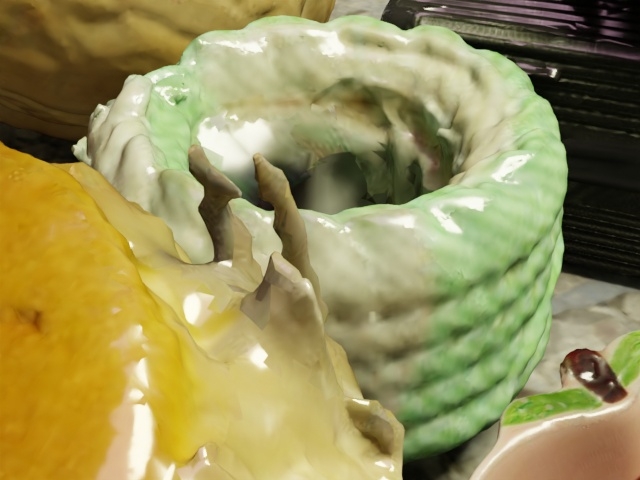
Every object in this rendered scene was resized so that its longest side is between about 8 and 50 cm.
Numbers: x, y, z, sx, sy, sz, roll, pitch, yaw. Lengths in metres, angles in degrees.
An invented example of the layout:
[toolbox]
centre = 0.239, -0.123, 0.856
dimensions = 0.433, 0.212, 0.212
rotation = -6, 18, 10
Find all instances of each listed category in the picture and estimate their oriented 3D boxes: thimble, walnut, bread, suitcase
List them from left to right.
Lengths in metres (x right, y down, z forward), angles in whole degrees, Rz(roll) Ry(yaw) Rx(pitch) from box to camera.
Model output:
[bread]
centre = -0.170, 0.068, 0.450
dimensions = 0.388, 0.183, 0.236
rotation = 9, 73, 31
[walnut]
centre = -0.136, -0.190, 0.762
dimensions = 0.313, 0.277, 0.252
rotation = 28, 78, -12
[thimble]
centre = 0.000, 0.000, 0.600
dimensions = 0.219, 0.150, 0.219
rotation = 0, 35, 0
[suitcase]
centre = 0.216, -0.091, 0.715
dimensions = 0.335, 0.152, 0.230
rotation = 13, 37, 19

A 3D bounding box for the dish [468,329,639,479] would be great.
[dish]
centre = 0.152, 0.126, 0.474
dimensions = 0.213, 0.090, 0.213
rotation = 0, 38, 0
